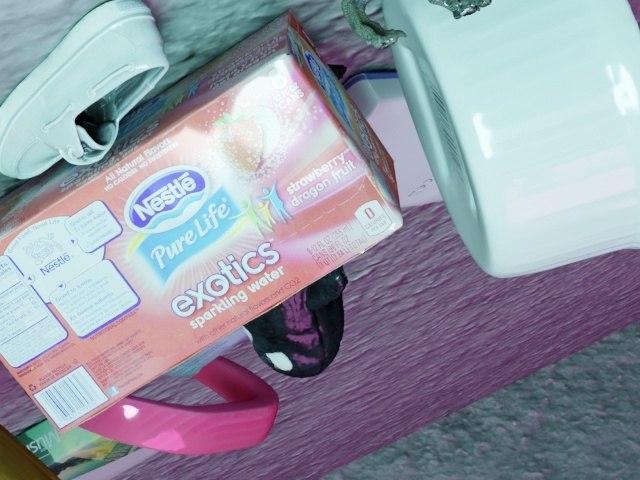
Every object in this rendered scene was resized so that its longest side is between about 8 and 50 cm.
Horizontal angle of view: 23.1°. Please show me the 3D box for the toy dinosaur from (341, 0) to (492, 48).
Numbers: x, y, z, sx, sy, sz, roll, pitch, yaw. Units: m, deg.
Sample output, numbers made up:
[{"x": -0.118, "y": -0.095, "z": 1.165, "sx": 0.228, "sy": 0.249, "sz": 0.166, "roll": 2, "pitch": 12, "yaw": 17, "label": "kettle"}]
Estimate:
[{"x": 0.046, "y": -0.189, "z": 1.007, "sx": 0.268, "sy": 0.118, "sz": 0.064, "roll": -25, "pitch": -179, "yaw": -8, "label": "toy dinosaur"}]

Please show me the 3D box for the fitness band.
[{"x": -0.161, "y": 0.144, "z": 1.538, "sx": 0.291, "sy": 0.209, "sz": 0.054, "roll": 2, "pitch": 108, "yaw": -64, "label": "fitness band"}]

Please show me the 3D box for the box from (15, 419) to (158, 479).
[{"x": -0.353, "y": 0.291, "z": 1.914, "sx": 0.322, "sy": 0.058, "sz": 0.232, "roll": -31, "pitch": 164, "yaw": 7, "label": "box"}]

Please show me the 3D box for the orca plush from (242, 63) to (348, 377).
[{"x": 0.000, "y": 0.000, "z": 1.264, "sx": 0.151, "sy": 0.102, "sz": 0.287, "roll": -12, "pitch": 120, "yaw": -42, "label": "orca plush"}]

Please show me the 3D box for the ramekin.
[{"x": 0.146, "y": -0.105, "z": 1.161, "sx": 0.135, "sy": 0.277, "sz": 0.277, "roll": -19, "pitch": 163, "yaw": -2, "label": "ramekin"}]

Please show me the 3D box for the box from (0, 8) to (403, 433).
[{"x": -0.106, "y": -0.016, "z": 1.138, "sx": 0.300, "sy": 0.154, "sz": 0.142, "roll": -32, "pitch": -162, "yaw": 12, "label": "box"}]

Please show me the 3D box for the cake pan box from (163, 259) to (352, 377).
[{"x": -0.126, "y": 0.029, "z": 1.378, "sx": 0.267, "sy": 0.070, "sz": 0.245, "roll": -37, "pitch": 152, "yaw": 32, "label": "cake pan box"}]

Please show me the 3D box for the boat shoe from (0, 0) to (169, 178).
[{"x": -0.162, "y": -0.087, "z": 1.062, "sx": 0.184, "sy": 0.063, "sz": 0.066, "roll": -39, "pitch": 161, "yaw": 32, "label": "boat shoe"}]

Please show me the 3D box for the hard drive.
[{"x": 0.083, "y": -0.092, "z": 1.492, "sx": 0.318, "sy": 0.040, "sz": 0.210, "roll": -9, "pitch": 156, "yaw": -49, "label": "hard drive"}]

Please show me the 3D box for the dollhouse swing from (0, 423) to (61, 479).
[{"x": -0.402, "y": 0.210, "z": 1.116, "sx": 0.305, "sy": 0.315, "sz": 0.347, "roll": -48, "pitch": 176, "yaw": -6, "label": "dollhouse swing"}]
